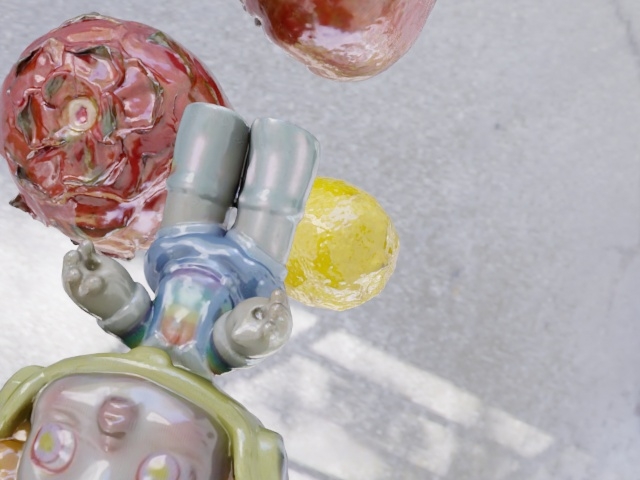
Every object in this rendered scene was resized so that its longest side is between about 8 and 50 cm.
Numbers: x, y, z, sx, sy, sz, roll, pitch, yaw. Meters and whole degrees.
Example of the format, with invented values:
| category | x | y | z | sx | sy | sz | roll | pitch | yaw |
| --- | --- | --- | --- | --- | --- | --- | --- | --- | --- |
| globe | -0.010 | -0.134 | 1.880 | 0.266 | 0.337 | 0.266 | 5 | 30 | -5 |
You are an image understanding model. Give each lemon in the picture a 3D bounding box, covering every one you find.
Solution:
| category | x | y | z | sx | sy | sz | roll | pitch | yaw |
| --- | --- | --- | --- | --- | --- | --- | --- | --- | --- |
| lemon | 0.000 | 0.000 | 1.156 | 0.114 | 0.155 | 0.114 | -23 | 125 | -38 |

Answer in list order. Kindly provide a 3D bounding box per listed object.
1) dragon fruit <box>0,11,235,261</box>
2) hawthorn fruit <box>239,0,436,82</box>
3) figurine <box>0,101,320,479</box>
| category | x | y | z | sx | sy | sz | roll | pitch | yaw |
| --- | --- | --- | --- | --- | --- | --- | --- | --- | --- |
| dragon fruit | -0.194 | -0.100 | 1.282 | 0.252 | 0.241 | 0.241 | 18 | 89 | -43 |
| hawthorn fruit | 0.038 | -0.305 | 1.344 | 0.272 | 0.242 | 0.242 | -45 | 134 | 14 |
| figurine | -0.082 | 0.108 | 0.867 | 0.382 | 0.224 | 0.205 | -58 | 168 | -11 |
